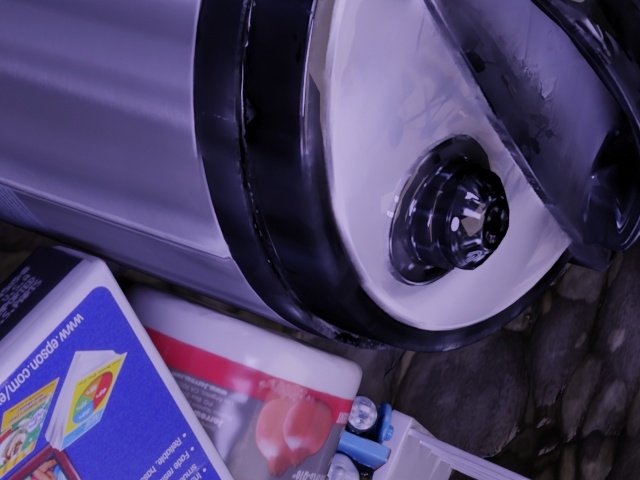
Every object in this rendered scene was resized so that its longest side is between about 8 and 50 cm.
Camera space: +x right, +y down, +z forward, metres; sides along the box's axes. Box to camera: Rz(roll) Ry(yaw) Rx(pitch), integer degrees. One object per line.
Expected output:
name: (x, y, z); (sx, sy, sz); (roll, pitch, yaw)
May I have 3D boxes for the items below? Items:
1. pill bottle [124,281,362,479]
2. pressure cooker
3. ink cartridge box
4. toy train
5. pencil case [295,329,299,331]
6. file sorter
pill bottle: (-0.104, 0.203, 1.175); (0.176, 0.176, 0.318); (23, 86, -54)
pressure cooker: (0.005, -0.130, 0.962); (0.370, 0.420, 0.376); (-17, 118, -48)
ink cartridge box: (-0.172, 0.213, 0.963); (0.303, 0.072, 0.307); (-48, 133, -28)
toy train: (-0.003, 0.177, 1.316); (0.184, 0.080, 0.105); (132, -22, -61)
pencil case: (0.000, 0.000, 1.318); (0.070, 0.064, 0.152); (-50, 142, -53)
file sorter: (0.120, 0.281, 1.443); (0.193, 0.173, 0.278); (-65, 164, -7)
